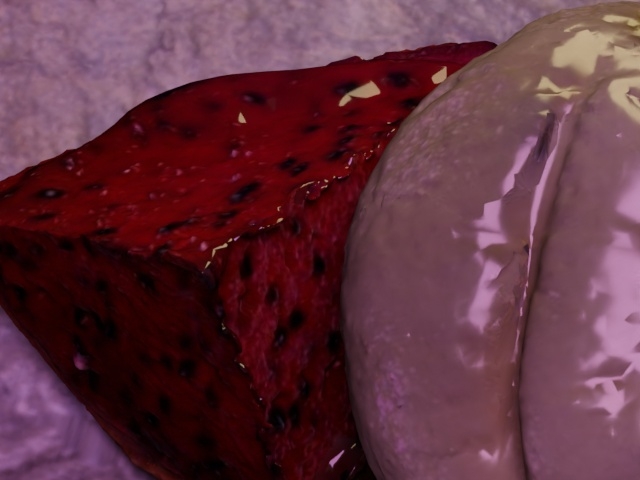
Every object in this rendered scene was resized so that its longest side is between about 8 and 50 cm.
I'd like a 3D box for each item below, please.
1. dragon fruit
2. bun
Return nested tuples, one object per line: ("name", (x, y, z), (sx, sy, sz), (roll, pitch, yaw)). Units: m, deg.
("dragon fruit", (0.000, 0.000, 0.996), (0.330, 0.240, 0.302), (-38, 94, -13))
("bun", (0.195, 0.040, 0.903), (0.365, 0.219, 0.365), (9, 71, -27))
